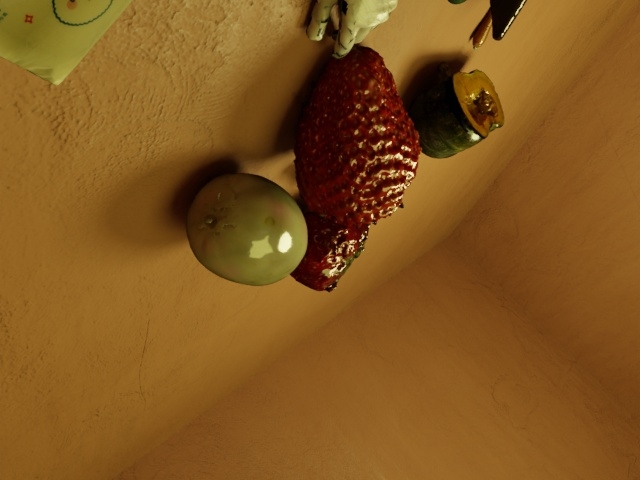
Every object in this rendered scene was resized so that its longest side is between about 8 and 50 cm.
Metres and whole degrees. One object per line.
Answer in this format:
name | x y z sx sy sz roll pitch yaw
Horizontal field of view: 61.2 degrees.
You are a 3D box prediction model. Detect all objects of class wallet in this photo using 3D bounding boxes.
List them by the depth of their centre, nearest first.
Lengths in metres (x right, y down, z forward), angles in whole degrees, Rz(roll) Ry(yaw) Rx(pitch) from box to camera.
wallet | 0.435 -0.583 1.199 0.229 0.049 0.182 106 -9 -63

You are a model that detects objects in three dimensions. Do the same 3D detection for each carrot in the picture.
carrot | 0.434 -0.565 1.416 0.035 0.035 0.142 -27 150 -43

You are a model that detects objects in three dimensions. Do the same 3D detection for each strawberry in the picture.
strawberry | 0.075 -0.224 1.122 0.312 0.267 0.351 -63 153 -51
strawberry | 0.000 0.000 1.495 0.274 0.220 0.274 -55 169 -16

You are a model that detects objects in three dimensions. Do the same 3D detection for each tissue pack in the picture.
tissue pack | -0.251 -0.258 0.497 0.196 0.092 0.148 -44 164 8

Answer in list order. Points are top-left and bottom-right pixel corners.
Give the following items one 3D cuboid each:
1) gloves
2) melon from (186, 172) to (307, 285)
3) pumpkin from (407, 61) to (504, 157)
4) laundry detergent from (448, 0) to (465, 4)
gloves | 0.058 -0.381 0.887 0.127 0.111 0.212 -39 156 -30
melon | -0.143 -0.020 1.108 0.223 0.223 0.317 -45 158 6
pumpkin | 0.342 -0.353 1.491 0.232 0.242 0.325 -19 -174 37
laundry detergent | 0.313 -0.553 1.094 0.221 0.078 0.144 -32 158 -27
